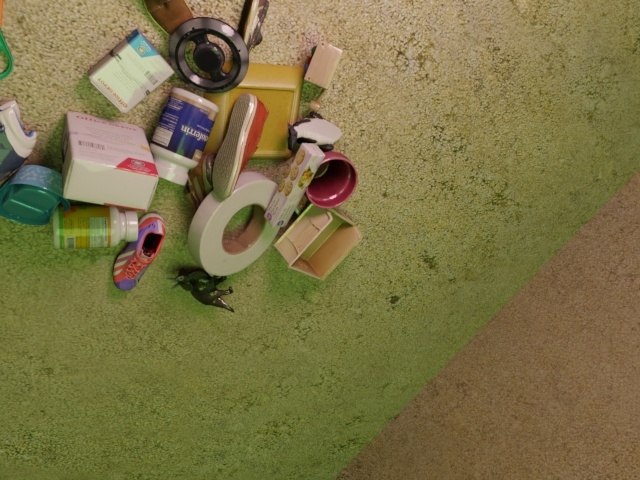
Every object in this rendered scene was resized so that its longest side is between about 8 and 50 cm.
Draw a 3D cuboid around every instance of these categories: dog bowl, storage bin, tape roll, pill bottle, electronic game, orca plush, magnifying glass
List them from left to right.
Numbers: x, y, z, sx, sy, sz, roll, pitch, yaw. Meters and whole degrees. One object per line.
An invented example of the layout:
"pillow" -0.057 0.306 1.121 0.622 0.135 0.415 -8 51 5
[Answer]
"magnifying glass" -0.839 -0.528 1.382 0.092 0.026 0.231 5 122 -29
"dog bowl" -0.824 -0.129 1.537 0.297 0.074 0.166 -19 146 40
"pill bottle" -0.715 -0.044 1.710 0.246 0.136 0.136 -2 123 -26
"pill bottle" -0.422 -0.310 1.622 0.153 0.153 0.264 19 95 -36
"electronic game" -0.320 -0.528 1.545 0.229 0.048 0.229 -1 135 -1
"tape roll" -0.284 -0.053 1.868 0.392 0.072 0.392 -38 149 -28
"orca plush" -0.041 -0.344 1.836 0.102 0.287 0.151 -33 94 36
"storage bin" 0.000 0.000 2.070 0.260 0.123 0.262 -47 148 10

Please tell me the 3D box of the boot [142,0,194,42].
"boot" -0.424 -0.659 1.443 0.112 0.115 0.305 -36 134 -6

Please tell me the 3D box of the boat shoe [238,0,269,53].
"boat shoe" -0.205 -0.616 1.606 0.073 0.080 0.223 6 112 -29

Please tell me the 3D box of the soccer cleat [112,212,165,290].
"soccer cleat" -0.623 0.059 1.842 0.109 0.116 0.318 20 111 -36

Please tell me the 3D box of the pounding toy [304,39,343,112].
"pounding toy" -0.011 -0.529 1.741 0.094 0.181 0.206 22 104 -7

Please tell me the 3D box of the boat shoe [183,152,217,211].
"boat shoe" -0.395 -0.167 1.816 0.120 0.122 0.324 10 134 5

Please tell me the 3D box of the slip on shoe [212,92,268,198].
"slip on shoe" -0.244 -0.284 1.665 0.101 0.123 0.331 15 96 -45

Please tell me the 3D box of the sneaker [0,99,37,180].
"sneaker" -0.934 -0.317 1.432 0.236 0.130 0.323 -50 121 -8

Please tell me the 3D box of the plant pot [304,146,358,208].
"plant pot" 0.008 -0.241 1.914 0.201 0.180 0.201 -13 127 -18

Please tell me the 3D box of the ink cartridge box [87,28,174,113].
"ink cartridge box" -0.539 -0.481 1.529 0.191 0.082 0.139 -38 131 4

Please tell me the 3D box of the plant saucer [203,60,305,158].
"plant saucer" -0.212 -0.401 1.756 0.333 0.081 0.332 -4 125 -25

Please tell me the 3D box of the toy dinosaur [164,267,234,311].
"toy dinosaur" -0.436 0.176 2.045 0.160 0.121 0.313 -27 136 8

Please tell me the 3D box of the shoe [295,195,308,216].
"shoe" -0.068 -0.143 2.022 0.081 0.063 0.178 -34 128 2

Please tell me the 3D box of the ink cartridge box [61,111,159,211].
"ink cartridge box" -0.605 -0.227 1.524 0.226 0.306 0.131 9 119 -32

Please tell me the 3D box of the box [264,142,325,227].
"box" -0.091 -0.180 1.802 0.063 0.067 0.324 -6 140 -43
